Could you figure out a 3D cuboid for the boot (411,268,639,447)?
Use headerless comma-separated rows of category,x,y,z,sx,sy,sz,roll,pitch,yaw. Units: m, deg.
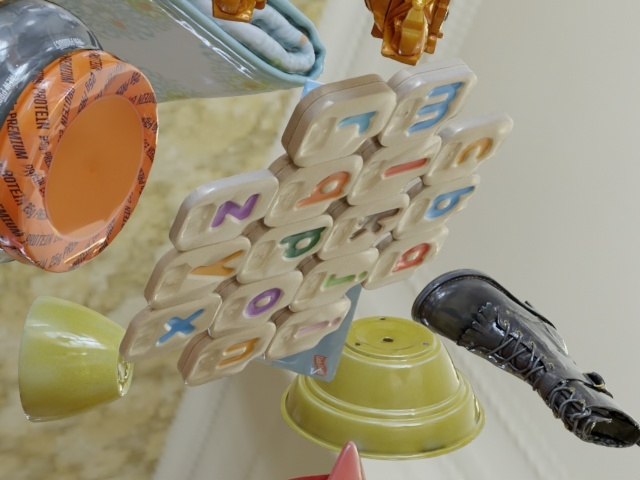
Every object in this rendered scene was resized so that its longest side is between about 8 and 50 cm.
boot,0.250,0.144,1.973,0.091,0.263,0.229,-58,-141,16

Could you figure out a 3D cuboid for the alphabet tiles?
alphabet tiles,-0.002,-0.008,1.131,0.021,0.278,0.284,53,-42,25

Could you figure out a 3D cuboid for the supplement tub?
supplement tub,-0.305,-0.110,1.283,0.338,0.207,0.207,23,-59,24

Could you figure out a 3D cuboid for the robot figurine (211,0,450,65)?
robot figurine,0.033,-0.242,0.901,0.085,0.211,0.291,-84,-173,-52

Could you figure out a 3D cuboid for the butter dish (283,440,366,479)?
butter dish,-0.023,0.253,1.288,0.118,0.160,0.160,1,-51,22

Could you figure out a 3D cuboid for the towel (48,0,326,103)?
towel,-0.219,-0.265,1.798,0.320,0.374,0.090,3,-116,47

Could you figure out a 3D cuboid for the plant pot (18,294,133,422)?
plant pot,-0.250,0.127,1.777,0.134,0.095,0.134,3,90,-82

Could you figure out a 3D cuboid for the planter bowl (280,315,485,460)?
planter bowl,0.068,0.138,1.769,0.217,0.217,0.090,31,-54,49

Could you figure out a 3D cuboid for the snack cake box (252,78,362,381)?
snack cake box,0.000,0.000,1.439,0.264,0.089,0.152,103,3,-65
